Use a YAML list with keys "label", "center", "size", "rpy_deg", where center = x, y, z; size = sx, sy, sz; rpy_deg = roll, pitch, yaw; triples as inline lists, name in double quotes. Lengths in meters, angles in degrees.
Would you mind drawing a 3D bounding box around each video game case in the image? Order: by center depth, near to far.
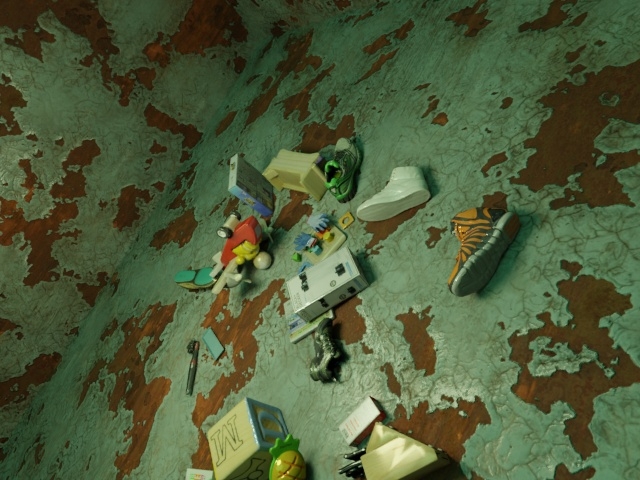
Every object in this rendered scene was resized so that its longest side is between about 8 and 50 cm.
- label: "video game case"
  center: [-0.049, 0.280, 1.665]
  size: [0.212, 0.023, 0.193]
  rpy_deg: [-35, 43, 18]
- label: "video game case"
  center: [-0.358, -0.283, 2.169]
  size: [0.061, 0.269, 0.244]
  rpy_deg: [-31, 44, 24]

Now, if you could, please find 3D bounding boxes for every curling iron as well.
- label: "curling iron"
  center: [-0.600, 0.584, 1.942]
  size: [0.068, 0.035, 0.274]
  rpy_deg: [-36, 42, 24]

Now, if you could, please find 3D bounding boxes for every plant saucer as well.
- label: "plant saucer"
  center: [-0.499, 0.480, 1.938]
  size: [0.067, 0.018, 0.192]
  rpy_deg: [-53, 41, -2]

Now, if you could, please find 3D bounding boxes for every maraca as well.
- label: "maraca"
  center: [-0.104, 0.708, 1.306]
  size: [0.099, 0.127, 0.186]
  rpy_deg: [-13, 82, 54]

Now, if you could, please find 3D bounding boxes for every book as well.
- label: "book"
  center: [-0.453, 0.917, 1.570]
  size: [0.144, 0.035, 0.096]
  rpy_deg: [-16, 56, 33]

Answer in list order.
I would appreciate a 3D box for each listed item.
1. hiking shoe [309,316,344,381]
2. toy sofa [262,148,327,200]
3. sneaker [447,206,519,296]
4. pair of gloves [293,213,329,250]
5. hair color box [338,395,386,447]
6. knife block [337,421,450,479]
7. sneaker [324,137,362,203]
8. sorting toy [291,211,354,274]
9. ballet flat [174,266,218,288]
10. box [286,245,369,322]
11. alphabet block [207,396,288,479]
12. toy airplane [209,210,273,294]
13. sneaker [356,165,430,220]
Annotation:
- label: "hiking shoe"
  center: [0.036, 0.386, 1.479]
  size: [0.114, 0.086, 0.227]
  rpy_deg: [-3, 65, 26]
- label: "toy sofa"
  center: [-0.107, -0.329, 2.064]
  size: [0.362, 0.150, 0.177]
  rpy_deg: [19, 71, 48]
- label: "sneaker"
  center: [0.467, 0.026, 1.317]
  size: [0.321, 0.125, 0.180]
  rpy_deg: [-48, 35, -12]
- label: "pair of gloves"
  center: [-0.042, -0.036, 1.827]
  size: [0.159, 0.023, 0.198]
  rpy_deg: [17, 73, 57]
- label: "hair color box"
  center: [0.128, 0.557, 1.284]
  size: [0.141, 0.043, 0.072]
  rpy_deg: [-46, 41, 5]
- label: "knife block"
  center: [0.184, 0.643, 1.137]
  size: [0.275, 0.088, 0.242]
  rpy_deg: [5, 66, 44]
- label: "sneaker"
  center: [0.097, -0.345, 1.891]
  size: [0.134, 0.146, 0.344]
  rpy_deg: [-19, 49, 32]
- label: "sorting toy"
  center: [0.000, 0.000, 1.804]
  size: [0.348, 0.047, 0.196]
  rpy_deg: [-49, 40, 3]
- label: "ballet flat"
  center: [-0.620, 0.206, 2.177]
  size: [0.348, 0.123, 0.123]
  rpy_deg: [-5, 58, 37]
- label: "box"
  center: [0.022, 0.167, 1.603]
  size: [0.289, 0.087, 0.169]
  rpy_deg: [-32, 44, 11]
- label: "alphabet block"
  center: [-0.237, 0.688, 1.415]
  size: [0.197, 0.192, 0.193]
  rpy_deg: [-43, 39, 8]
- label: "toy airplane"
  center: [-0.366, 0.068, 1.968]
  size: [0.386, 0.272, 0.384]
  rpy_deg: [-62, 3, 1]
- label: "sneaker"
  center: [0.278, -0.189, 1.651]
  size: [0.292, 0.108, 0.169]
  rpy_deg: [-18, 48, 20]
